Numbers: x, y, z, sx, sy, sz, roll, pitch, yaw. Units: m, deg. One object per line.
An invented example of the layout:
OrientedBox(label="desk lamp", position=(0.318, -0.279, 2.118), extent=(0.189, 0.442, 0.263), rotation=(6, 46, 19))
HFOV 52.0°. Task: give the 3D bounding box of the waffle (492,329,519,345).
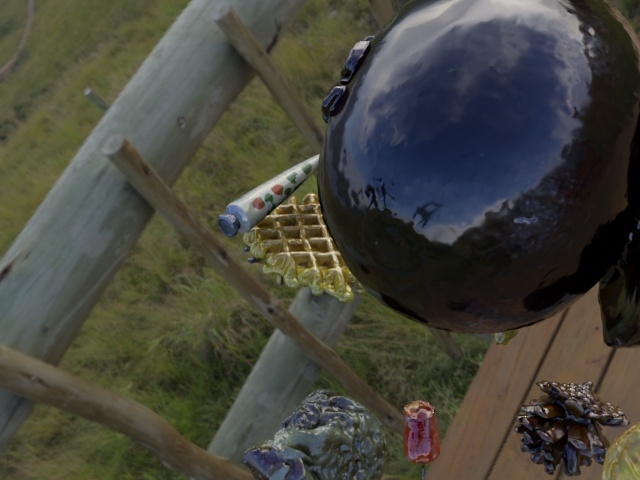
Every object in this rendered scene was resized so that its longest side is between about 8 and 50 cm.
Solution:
OrientedBox(label="waffle", position=(0.340, 0.085, 1.207), extent=(0.057, 0.229, 0.219), rotation=(-1, 27, -7))

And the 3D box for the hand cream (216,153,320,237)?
OrientedBox(label="hand cream", position=(-0.082, -0.092, 1.226), extent=(0.276, 0.059, 0.095), rotation=(-39, 1, -38))

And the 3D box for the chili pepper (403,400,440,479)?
OrientedBox(label="chili pepper", position=(0.232, 0.471, 1.505), extent=(0.084, 0.086, 0.192), rotation=(-3, 94, 9))

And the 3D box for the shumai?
OrientedBox(label="shumai", position=(-0.015, 0.400, 1.143), extent=(0.189, 0.218, 0.255), rotation=(22, 104, 32))

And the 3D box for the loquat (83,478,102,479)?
OrientedBox(label="loquat", position=(-0.494, 0.583, 1.387), extent=(0.163, 0.137, 0.163), rotation=(-9, 57, 15))

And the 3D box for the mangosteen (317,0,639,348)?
OrientedBox(label="mangosteen", position=(0.211, -0.071, 0.688), extent=(0.435, 0.382, 0.382), rotation=(27, 68, 0))

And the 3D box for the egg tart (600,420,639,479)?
OrientedBox(label="egg tart", position=(0.399, 0.281, 0.703), extent=(0.191, 0.074, 0.191), rotation=(-12, 51, 15))

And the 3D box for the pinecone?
OrientedBox(label="pinecone", position=(0.444, 0.338, 1.187), extent=(0.150, 0.179, 0.195), rotation=(-81, 18, -48))

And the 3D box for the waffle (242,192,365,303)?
OrientedBox(label="waffle", position=(0.009, 0.005, 1.264), extent=(0.329, 0.062, 0.329), rotation=(6, 31, -4))
